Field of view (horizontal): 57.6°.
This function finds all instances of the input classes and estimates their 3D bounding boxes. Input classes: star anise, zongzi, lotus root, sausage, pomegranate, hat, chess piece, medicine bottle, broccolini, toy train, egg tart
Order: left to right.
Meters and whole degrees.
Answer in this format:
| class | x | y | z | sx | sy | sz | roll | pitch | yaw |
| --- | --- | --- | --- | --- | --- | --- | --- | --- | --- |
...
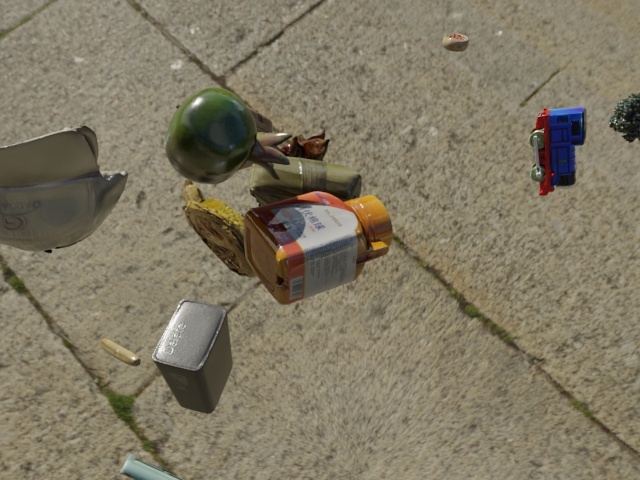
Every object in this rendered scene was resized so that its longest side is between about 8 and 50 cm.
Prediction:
| class | x | y | z | sx | sy | sz | roll | pitch | yaw |
| --- | --- | --- | --- | --- | --- | --- | --- | --- | --- |
| hat | -0.358 | -0.053 | 0.705 | 0.219 | 0.226 | 0.164 | -1 | 96 | -9 |
| sausage | -0.377 | 0.211 | 1.094 | 0.132 | 0.024 | 0.024 | 12 | 65 | 44 |
| lotus root | -0.416 | -0.140 | 1.922 | 0.063 | 0.072 | 0.152 | -17 | 79 | -32 |
| egg tart | -0.253 | -0.024 | 1.610 | 0.297 | 0.297 | 0.132 | 35 | 68 | 15 |
| pomegranate | -0.142 | -0.156 | 0.906 | 0.191 | 0.152 | 0.131 | 4 | 73 | -27 |
| star anise | -0.068 | -0.194 | 1.367 | 0.196 | 0.212 | 0.111 | -15 | 106 | -18 |
| zongzi | -0.027 | -0.087 | 1.209 | 0.220 | 0.242 | 0.112 | 11 | 74 | 5 |
| medicine bottle | 0.000 | -0.001 | 0.959 | 0.222 | 0.112 | 0.149 | -18 | 42 | -25 |
| chess piece | 0.434 | -0.636 | 1.870 | 0.083 | 0.038 | 0.084 | 4 | 37 | -3 |
| toy train | 0.579 | -0.219 | 1.420 | 0.131 | 0.083 | 0.204 | 0 | 112 | 22 |
| broccolini | 0.635 | -0.210 | 1.095 | 0.202 | 0.068 | 0.091 | 19 | 88 | -18 |

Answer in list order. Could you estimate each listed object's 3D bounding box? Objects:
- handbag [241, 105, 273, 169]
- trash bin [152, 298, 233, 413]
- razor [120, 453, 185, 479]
| class | x | y | z | sx | sy | sz | roll | pitch | yaw |
| --- | --- | --- | --- | --- | --- | --- | --- | --- | --- |
| handbag | -0.322 | -0.323 | 1.850 | 0.301 | 0.283 | 0.149 | -11 | 75 | 27 |
| trash bin | -0.277 | 0.269 | 1.319 | 0.114 | 0.226 | 0.165 | 12 | 50 | 9 |
| razor | -0.154 | 0.297 | 0.478 | 0.111 | 0.056 | 0.278 | 26 | 113 | -5 |
